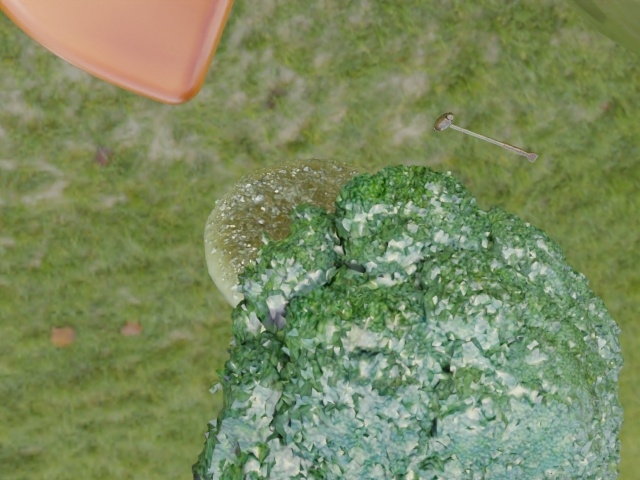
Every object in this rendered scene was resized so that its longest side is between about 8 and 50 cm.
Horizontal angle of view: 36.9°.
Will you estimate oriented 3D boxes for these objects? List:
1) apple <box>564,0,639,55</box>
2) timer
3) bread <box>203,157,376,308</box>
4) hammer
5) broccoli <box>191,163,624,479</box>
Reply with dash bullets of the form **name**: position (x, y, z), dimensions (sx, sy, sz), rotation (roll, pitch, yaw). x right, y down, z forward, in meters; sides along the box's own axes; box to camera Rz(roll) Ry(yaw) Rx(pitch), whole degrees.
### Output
- **apple**: position (0.266, -0.250, 0.520), dimensions (0.357, 0.357, 0.357), rotation (-11, 147, -7)
- **timer**: position (-0.233, -0.275, 1.043), dimensions (0.250, 0.257, 0.161), rotation (17, 109, -16)
- **bread**: position (0.000, 0.000, 1.072), dimensions (0.267, 0.267, 0.040), rotation (-6, 141, -14)
- **hammer**: position (0.171, -0.104, 0.977), dimensions (0.123, 0.014, 0.029), rotation (17, 145, -22)
- **broccoli**: position (0.038, 0.096, 0.548), dimensions (0.270, 0.269, 0.270), rotation (9, 170, -33)
